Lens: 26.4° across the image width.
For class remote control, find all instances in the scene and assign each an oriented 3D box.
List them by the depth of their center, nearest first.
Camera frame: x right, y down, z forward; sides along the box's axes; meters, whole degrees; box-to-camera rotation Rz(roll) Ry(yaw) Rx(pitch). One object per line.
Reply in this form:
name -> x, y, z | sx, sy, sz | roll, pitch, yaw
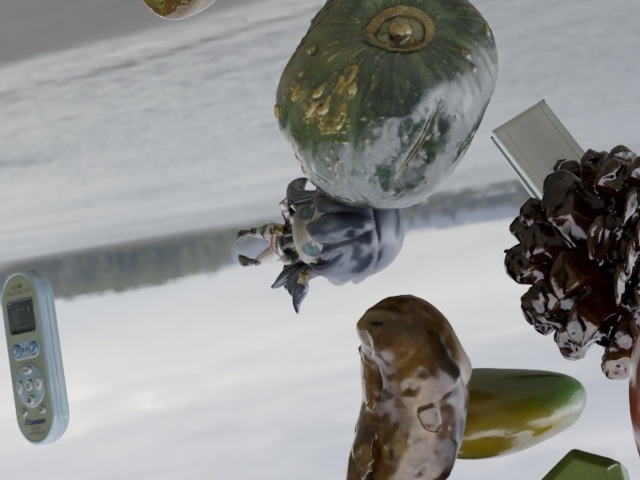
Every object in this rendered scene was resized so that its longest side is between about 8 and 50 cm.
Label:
remote control -> -0.392, 0.160, 1.887 | 0.087, 0.244, 0.047 | -14, 172, 42
remote control -> 0.391, -0.086, 2.168 | 0.103, 0.277, 0.055 | -31, 162, -10

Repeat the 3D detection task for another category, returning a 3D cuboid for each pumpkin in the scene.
pumpkin -> 0.083, -0.203, 1.875 | 0.291, 0.257, 0.328 | 27, -121, 22

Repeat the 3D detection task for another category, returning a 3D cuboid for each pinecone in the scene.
pinecone -> 0.360, 0.032, 1.697 | 0.242, 0.298, 0.296 | -28, -156, -13

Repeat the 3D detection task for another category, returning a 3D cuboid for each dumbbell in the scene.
dumbbell -> 0.372, 0.354, 1.741 | 0.121, 0.108, 0.302 | -46, 145, 3

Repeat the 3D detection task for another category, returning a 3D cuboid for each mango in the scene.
mango -> 0.254, 0.245, 1.942 | 0.251, 0.114, 0.156 | -3, -165, 6

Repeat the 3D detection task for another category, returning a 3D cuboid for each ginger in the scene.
ginger -> 0.119, 0.227, 1.769 | 0.172, 0.321, 0.165 | -3, -167, -30

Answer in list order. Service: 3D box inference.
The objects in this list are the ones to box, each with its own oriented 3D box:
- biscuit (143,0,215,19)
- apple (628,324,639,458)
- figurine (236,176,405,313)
biscuit -> -0.269, -0.604, 2.436 | 0.070, 0.394, 0.350 | -11, 163, -41
apple -> 0.458, 0.149, 1.284 | 0.348, 0.277, 0.348 | 7, 180, 0
figurine -> 0.008, -0.010, 2.059 | 0.197, 0.175, 0.265 | -28, -162, -27
